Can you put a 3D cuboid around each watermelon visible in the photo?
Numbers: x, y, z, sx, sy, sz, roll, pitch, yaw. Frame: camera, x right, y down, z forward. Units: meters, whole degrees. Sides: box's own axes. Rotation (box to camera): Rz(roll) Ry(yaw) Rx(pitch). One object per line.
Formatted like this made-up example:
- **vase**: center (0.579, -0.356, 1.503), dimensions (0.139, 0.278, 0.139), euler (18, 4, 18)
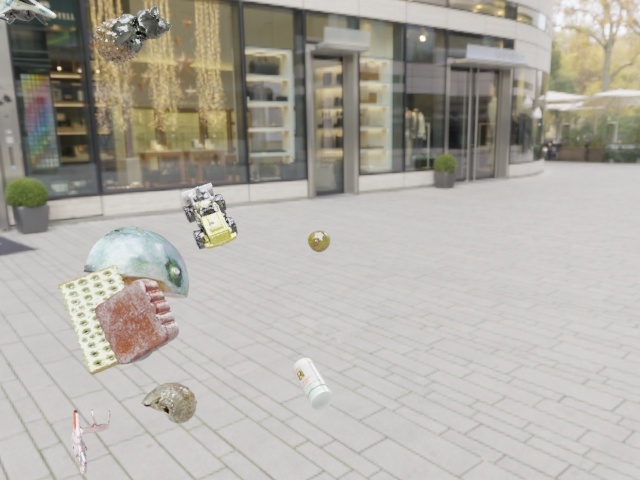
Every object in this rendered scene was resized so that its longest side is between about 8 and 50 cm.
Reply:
- **watermelon**: center (-0.477, 0.055, 1.508), dimensions (0.175, 0.188, 0.322), euler (1, -13, 25)

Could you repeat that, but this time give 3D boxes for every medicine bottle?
- **medicine bottle**: center (-0.029, 0.502, 1.860), dimensions (0.086, 0.086, 0.183), euler (-6, 29, -24)

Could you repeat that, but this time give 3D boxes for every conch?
- **conch**: center (-0.467, 0.500, 1.605), dimensions (0.156, 0.129, 0.207), euler (-18, -16, 4)

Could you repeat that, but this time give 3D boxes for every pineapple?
- **pineapple**: center (-0.468, -0.517, 1.313), dimensions (0.237, 0.119, 0.111), euler (3, -16, 42)

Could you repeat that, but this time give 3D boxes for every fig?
- **fig**: center (0.000, 0.000, 1.763), dimensions (0.074, 0.073, 0.088), euler (4, 14, 25)

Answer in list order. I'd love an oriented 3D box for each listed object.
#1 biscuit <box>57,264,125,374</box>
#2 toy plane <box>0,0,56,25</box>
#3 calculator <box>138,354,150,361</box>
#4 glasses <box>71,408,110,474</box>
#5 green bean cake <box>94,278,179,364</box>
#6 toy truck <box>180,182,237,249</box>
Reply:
- **biscuit**: center (-0.482, 0.171, 1.168), dimensions (0.139, 0.231, 0.016), euler (-21, -22, -21)
- **toy plane**: center (-0.671, -0.528, 1.192), dimensions (0.262, 0.192, 0.088), euler (32, -21, 17)
- **calculator**: center (-0.576, 0.277, 1.578), dimensions (0.303, 0.188, 0.042), euler (-9, -30, 13)
- **glasses**: center (-0.607, 0.530, 1.393), dimensions (0.096, 0.162, 0.255), euler (0, -18, -20)
- **green bean cake**: center (-0.351, 0.154, 1.015), dimensions (0.135, 0.135, 0.056), euler (-31, -8, 18)
- **toy truck**: center (-0.350, -0.087, 1.630), dimensions (0.136, 0.111, 0.285), euler (-21, 51, -17)
